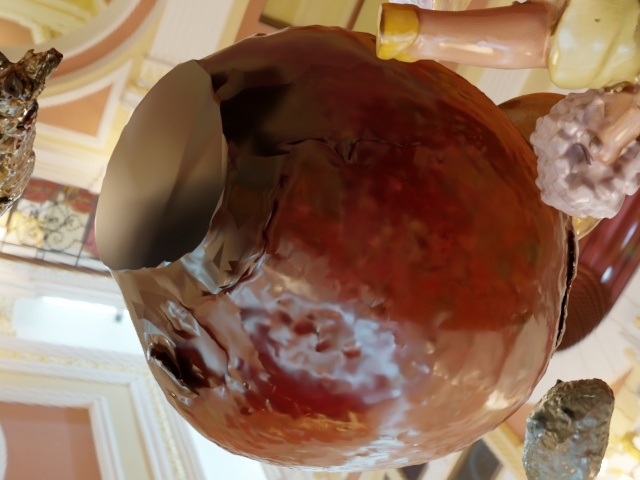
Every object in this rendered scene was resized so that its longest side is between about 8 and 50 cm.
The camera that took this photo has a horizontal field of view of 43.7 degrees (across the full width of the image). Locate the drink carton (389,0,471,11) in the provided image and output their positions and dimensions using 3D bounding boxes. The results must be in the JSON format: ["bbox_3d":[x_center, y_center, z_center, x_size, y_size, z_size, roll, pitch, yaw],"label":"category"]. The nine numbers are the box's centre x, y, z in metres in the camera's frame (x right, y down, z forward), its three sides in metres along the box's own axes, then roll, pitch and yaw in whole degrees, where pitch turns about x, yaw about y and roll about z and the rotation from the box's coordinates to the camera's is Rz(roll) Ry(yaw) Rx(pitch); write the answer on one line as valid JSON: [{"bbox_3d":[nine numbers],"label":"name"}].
[{"bbox_3d":[0.129,-0.301,0.912,0.071,0.096,0.223,35,-178,9],"label":"drink carton"}]

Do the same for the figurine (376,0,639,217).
[{"bbox_3d":[0.145,-0.096,0.326,0.240,0.174,0.116,3,180,11],"label":"figurine"}]

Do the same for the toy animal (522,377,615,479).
[{"bbox_3d":[0.201,0.231,0.752,0.079,0.253,0.070,36,-157,24],"label":"toy animal"}]

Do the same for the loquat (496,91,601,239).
[{"bbox_3d":[0.183,-0.059,0.671,0.141,0.141,0.141,21,-161,-8],"label":"loquat"}]

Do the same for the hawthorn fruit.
[{"bbox_3d":[0.007,0.009,0.510,0.316,0.316,0.316,21,-161,-8],"label":"hawthorn fruit"}]

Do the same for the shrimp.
[{"bbox_3d":[-0.204,-0.052,0.474,0.091,0.184,0.043,-14,-114,-50],"label":"shrimp"}]
